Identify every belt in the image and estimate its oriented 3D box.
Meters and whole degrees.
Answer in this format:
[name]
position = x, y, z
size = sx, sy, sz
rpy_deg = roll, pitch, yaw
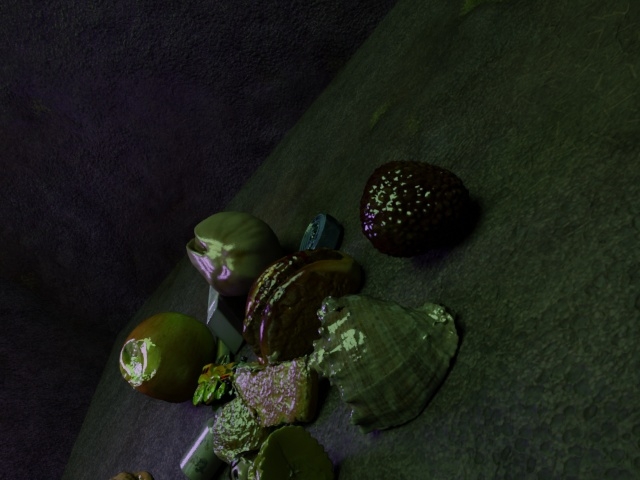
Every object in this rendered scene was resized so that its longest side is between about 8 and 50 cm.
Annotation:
[belt]
position = 0.000, 0.000, 1.763
size = 0.141, 0.082, 0.190
rpy_deg = -35, 31, 46

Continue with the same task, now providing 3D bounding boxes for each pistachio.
[pistachio]
position = -0.299, 0.043, 1.946
size = 0.282, 0.364, 0.445
rpy_deg = -67, 21, 11

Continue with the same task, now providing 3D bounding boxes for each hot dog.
[hot dog]
position = -0.079, 0.176, 1.505
size = 0.405, 0.223, 0.185
rpy_deg = -54, 20, 2

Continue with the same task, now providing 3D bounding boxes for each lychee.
[lychee]
position = 0.213, -0.078, 1.261
size = 0.271, 0.236, 0.236
rpy_deg = -11, 44, 26

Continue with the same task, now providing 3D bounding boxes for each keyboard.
[keyboard]
position = -0.093, 0.482, 1.388
size = 0.155, 0.010, 0.053
rpy_deg = -37, 28, 39

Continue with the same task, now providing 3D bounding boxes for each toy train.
[toy train]
position = -0.311, 0.464, 1.729
size = 0.296, 0.100, 0.161
rpy_deg = -28, 38, 49

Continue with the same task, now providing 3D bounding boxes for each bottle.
[bottle]
position = -0.301, 0.577, 1.549
size = 0.233, 0.109, 0.110
rpy_deg = -55, 22, 3

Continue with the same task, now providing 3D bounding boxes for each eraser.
[eraser]
position = -0.354, 0.228, 2.039
size = 0.082, 0.213, 0.397
rpy_deg = -30, 28, 8

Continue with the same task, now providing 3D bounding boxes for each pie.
[pie]
position = -0.207, 0.510, 1.436
size = 0.193, 0.079, 0.163
rpy_deg = -44, 47, 3

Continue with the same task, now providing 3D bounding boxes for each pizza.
[pizza]
position = -0.123, 0.382, 1.383
size = 0.296, 0.071, 0.189
rpy_deg = -12, 75, 32

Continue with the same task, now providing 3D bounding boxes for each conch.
[conch]
position = 0.101, 0.229, 1.112
size = 0.352, 0.209, 0.297
rpy_deg = -40, 42, 38

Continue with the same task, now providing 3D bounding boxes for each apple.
[apple]
position = -0.552, 0.424, 1.971
size = 0.339, 0.339, 0.340
rpy_deg = -44, 25, 27

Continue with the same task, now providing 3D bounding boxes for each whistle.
[whistle]
position = -0.363, 0.376, 2.013
size = 0.068, 0.057, 0.326
rpy_deg = -49, 24, 16

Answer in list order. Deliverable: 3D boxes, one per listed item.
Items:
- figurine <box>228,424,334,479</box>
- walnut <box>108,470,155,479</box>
[figurine]
position = -0.120, 0.527, 1.198
size = 0.315, 0.187, 0.168
rpy_deg = -37, 19, 52
[walnut]
position = -0.573, 0.823, 1.612
size = 0.257, 0.224, 0.257
rpy_deg = -38, 36, 35
